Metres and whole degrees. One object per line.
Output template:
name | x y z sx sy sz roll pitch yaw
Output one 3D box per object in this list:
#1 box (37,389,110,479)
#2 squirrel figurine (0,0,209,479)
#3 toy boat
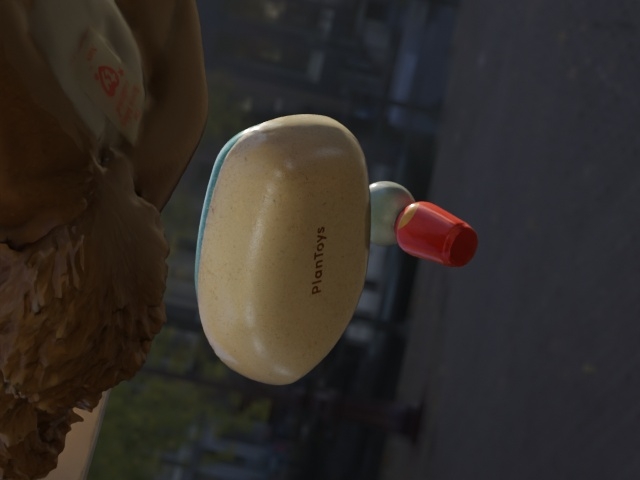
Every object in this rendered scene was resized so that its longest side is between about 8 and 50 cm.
box | -0.356 0.158 1.549 0.168 0.345 0.215 112 173 -57
squirrel figurine | -0.284 -0.018 1.353 0.281 0.370 0.397 9 -115 -58
toy boat | 0.000 0.000 1.906 0.148 0.318 0.268 26 114 43
